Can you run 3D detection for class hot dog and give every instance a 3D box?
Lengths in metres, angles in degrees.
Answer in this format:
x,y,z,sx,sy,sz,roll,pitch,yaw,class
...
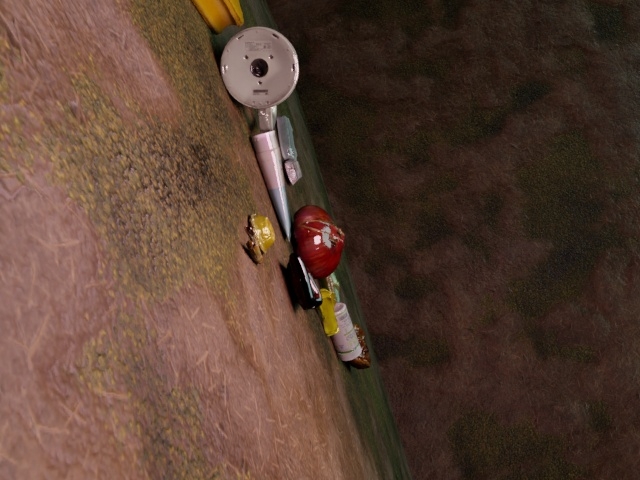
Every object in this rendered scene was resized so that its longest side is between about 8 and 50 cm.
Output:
x,y,z,sx,sy,sz,roll,pitch,yaw,class
-0.106,-0.259,2.060,0.192,0.053,0.099,-73,144,-74,hot dog
0.126,0.399,2.045,0.227,0.099,0.160,49,23,-67,hot dog

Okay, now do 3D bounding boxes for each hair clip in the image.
x,y,z,sx,sy,sz,roll,pitch,yaw,class
0.024,0.223,1.755,0.046,0.072,0.173,-118,-170,-59,hair clip

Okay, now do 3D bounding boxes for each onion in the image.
x,y,z,sx,sy,sz,roll,pitch,yaw,class
-0.010,0.004,1.764,0.248,0.161,0.248,-179,-90,-86,onion

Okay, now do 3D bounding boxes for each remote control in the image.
x,y,z,sx,sy,sz,roll,pitch,yaw,class
-0.137,-0.404,2.209,0.104,0.052,0.247,60,16,-55,remote control

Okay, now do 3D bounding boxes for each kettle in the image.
x,y,z,sx,sy,sz,roll,pitch,yaw,class
-0.148,-0.472,1.577,0.265,0.205,0.318,56,8,-18,kettle

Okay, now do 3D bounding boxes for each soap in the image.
x,y,z,sx,sy,sz,roll,pitch,yaw,class
-0.300,-0.691,1.378,0.324,0.096,0.204,39,34,-79,soap

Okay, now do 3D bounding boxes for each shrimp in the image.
x,y,z,sx,sy,sz,roll,pitch,yaw,class
-0.143,0.002,1.146,0.114,0.023,0.083,71,0,-70,shrimp

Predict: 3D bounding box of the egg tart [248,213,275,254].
x,y,z,sx,sy,sz,roll,pitch,yaw,class
-0.130,-0.020,1.247,0.105,0.039,0.105,-20,90,-84,egg tart

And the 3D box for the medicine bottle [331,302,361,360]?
x,y,z,sx,sy,sz,roll,pitch,yaw,class
0.073,0.309,1.869,0.086,0.086,0.183,-88,159,-72,medicine bottle

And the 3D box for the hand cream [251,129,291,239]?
x,y,z,sx,sy,sz,roll,pitch,yaw,class
-0.122,-0.155,1.582,0.111,0.070,0.312,-101,175,-75,hand cream

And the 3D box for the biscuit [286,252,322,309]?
x,y,z,sx,sy,sz,roll,pitch,yaw,class
-0.047,0.113,1.473,0.235,0.063,0.151,41,32,-83,biscuit

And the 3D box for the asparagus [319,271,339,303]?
x,y,z,sx,sy,sz,roll,pitch,yaw,class
0.012,0.084,2.005,0.085,0.082,0.343,-20,94,-88,asparagus
